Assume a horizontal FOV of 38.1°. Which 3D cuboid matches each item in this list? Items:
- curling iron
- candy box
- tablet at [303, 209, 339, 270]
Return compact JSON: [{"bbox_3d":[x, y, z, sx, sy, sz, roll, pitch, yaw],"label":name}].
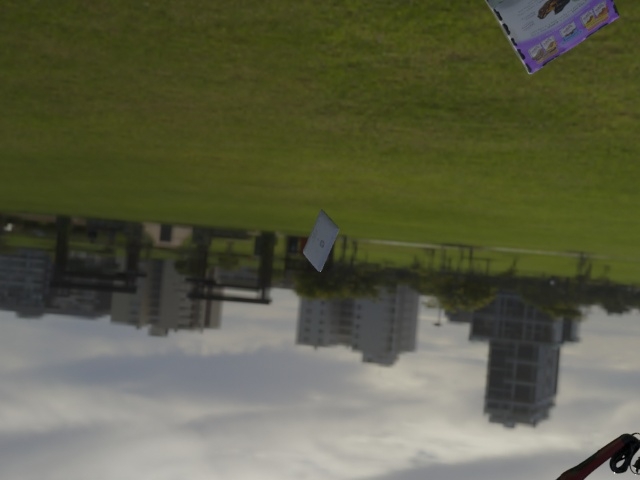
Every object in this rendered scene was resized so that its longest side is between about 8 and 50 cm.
[{"bbox_3d":[0.396,0.391,1.453,0.274,0.068,0.035,-34,180,5],"label":"curling iron"},{"bbox_3d":[0.349,-0.370,1.421,0.165,0.070,0.196,-32,146,14],"label":"candy box"},{"bbox_3d":[0.000,0.000,1.428,0.006,0.083,0.054,-2,-143,-38],"label":"tablet"}]
